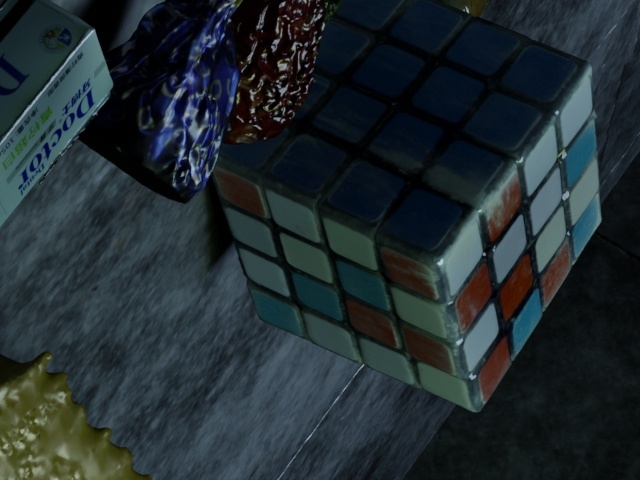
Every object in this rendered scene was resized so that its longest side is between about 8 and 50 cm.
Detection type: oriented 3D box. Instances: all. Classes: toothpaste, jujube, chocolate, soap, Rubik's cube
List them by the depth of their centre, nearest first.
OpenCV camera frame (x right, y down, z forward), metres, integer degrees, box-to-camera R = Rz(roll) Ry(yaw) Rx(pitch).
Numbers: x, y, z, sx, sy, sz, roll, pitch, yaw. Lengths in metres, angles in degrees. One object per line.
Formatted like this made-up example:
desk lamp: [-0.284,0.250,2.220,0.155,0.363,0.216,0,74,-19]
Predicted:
toothpaste: [-0.257,-0.004,1.244,0.336,0.067,0.081,-54,164,-17]
chocolate: [-0.066,-0.199,1.383,0.148,0.126,0.343,27,92,-35]
soap: [-0.174,0.256,1.566,0.169,0.304,0.339,-54,165,-28]
jujube: [-0.046,-0.151,1.569,0.104,0.104,0.166,-33,146,-58]
Rubik's cube: [0.086,-0.043,1.808,0.256,0.259,0.253,-52,152,-25]

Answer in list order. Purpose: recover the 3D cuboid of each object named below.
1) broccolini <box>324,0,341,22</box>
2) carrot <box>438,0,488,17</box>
broccolini: [0.019,-0.224,1.728,0.239,0.054,0.051,-44,145,-50]
carrot: [0.176,-0.301,2.037,0.298,0.078,0.078,-51,164,-39]
